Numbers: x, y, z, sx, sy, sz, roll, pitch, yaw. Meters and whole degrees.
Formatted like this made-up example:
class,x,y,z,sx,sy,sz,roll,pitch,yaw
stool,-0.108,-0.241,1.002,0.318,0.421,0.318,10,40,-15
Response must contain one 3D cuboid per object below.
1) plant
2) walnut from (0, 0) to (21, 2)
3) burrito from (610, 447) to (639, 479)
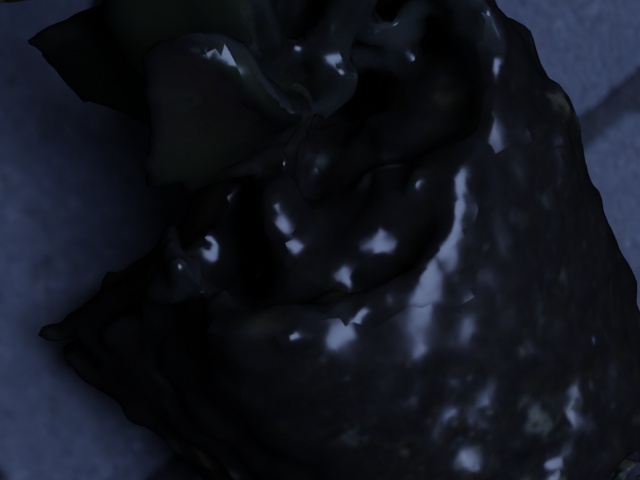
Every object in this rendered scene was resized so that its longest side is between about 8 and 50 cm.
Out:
class,x,y,z,sx,sy,sz,roll,pitch,yaw
plant,0.000,0.000,0.628,0.188,0.199,0.276,-41,108,-26
walnut,-0.160,-0.197,0.532,0.269,0.222,0.244,56,20,-16
burrito,0.180,0.174,0.742,0.144,0.089,0.229,-19,124,-33
